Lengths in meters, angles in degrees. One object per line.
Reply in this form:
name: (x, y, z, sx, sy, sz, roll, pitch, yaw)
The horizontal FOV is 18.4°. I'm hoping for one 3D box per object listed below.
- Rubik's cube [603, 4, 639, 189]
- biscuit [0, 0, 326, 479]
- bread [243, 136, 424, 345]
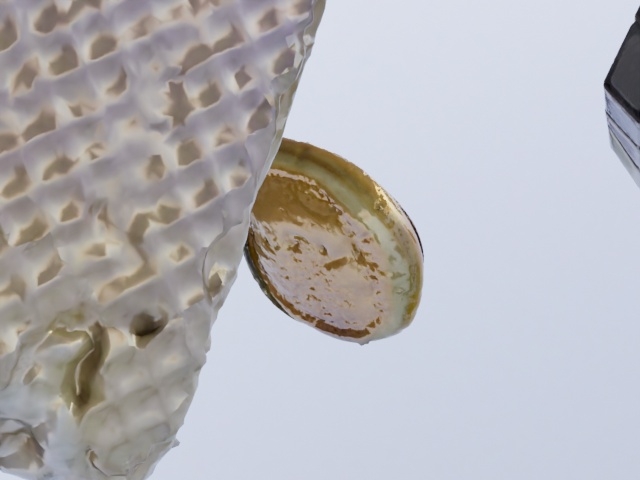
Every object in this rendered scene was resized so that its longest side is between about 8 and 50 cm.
Rubik's cube: (0.121, -0.035, 0.468, 0.111, 0.111, 0.093, -27, -146, 28)
biscuit: (-0.044, -0.075, 0.388, 0.062, 0.108, 0.238, 10, -102, 59)
bread: (0.000, 0.000, 0.866, 0.110, 0.110, 0.024, -10, -149, 50)
